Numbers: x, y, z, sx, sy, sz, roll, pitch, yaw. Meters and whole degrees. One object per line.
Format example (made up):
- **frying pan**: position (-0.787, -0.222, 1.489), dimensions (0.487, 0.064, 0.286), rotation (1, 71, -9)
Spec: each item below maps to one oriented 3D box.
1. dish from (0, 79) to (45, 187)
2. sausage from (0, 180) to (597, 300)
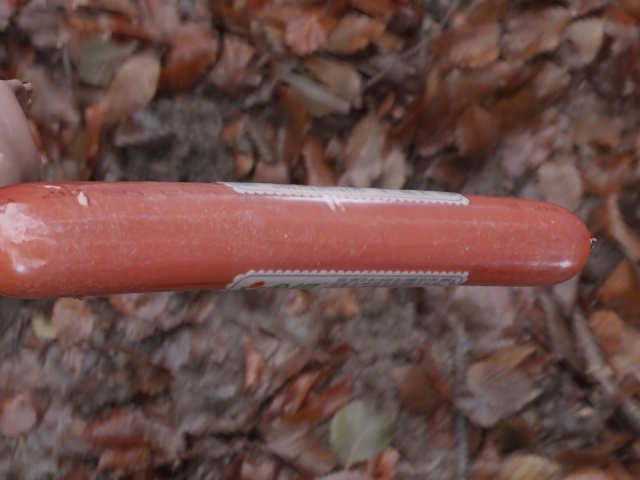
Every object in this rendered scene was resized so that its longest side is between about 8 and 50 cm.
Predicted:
- **dish**: position (-0.279, -0.030, 1.277), dimensions (0.213, 0.213, 0.090), rotation (-39, 86, -24)
- **sausage**: position (0.000, 0.000, 0.489), dimensions (0.253, 0.034, 0.034), rotation (1, 65, -39)
